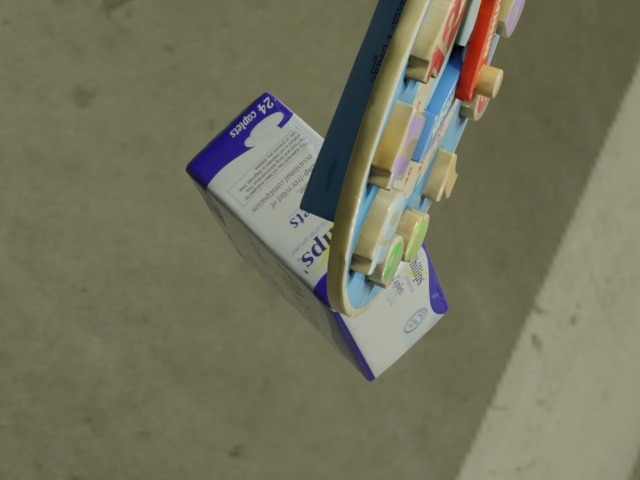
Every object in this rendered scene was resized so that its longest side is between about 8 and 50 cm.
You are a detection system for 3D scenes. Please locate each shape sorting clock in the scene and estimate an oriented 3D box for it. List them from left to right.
[{"bbox_3d":[0.050,-0.066,0.615,0.206,0.040,0.206,-59,163,-31],"label":"shape sorting clock"}]

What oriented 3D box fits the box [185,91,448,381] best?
[{"bbox_3d":[0.000,0.000,0.965,0.072,0.137,0.126,-44,154,-8],"label":"box"}]
